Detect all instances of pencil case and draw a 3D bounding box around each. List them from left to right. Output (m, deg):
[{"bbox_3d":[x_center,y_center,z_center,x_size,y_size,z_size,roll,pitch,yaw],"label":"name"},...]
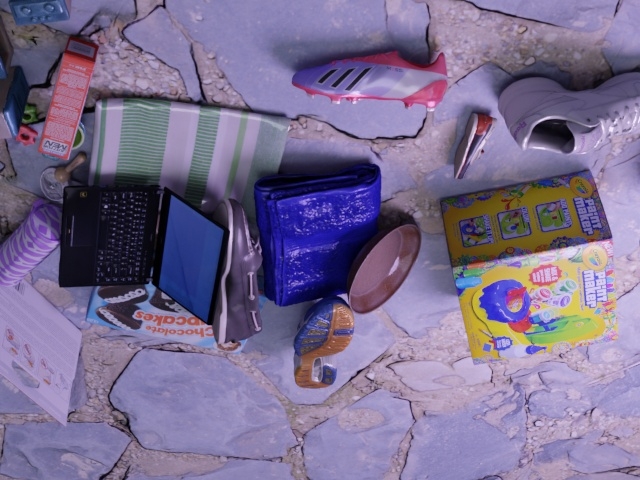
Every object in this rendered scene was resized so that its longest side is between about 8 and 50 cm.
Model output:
[{"bbox_3d":[-0.537,0.008,1.859,0.088,0.086,0.206,49,126,-6],"label":"pencil case"}]

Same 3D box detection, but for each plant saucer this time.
[{"bbox_3d":[0.111,0.047,1.903,0.198,0.036,0.199,-36,146,-30],"label":"plant saucer"}]

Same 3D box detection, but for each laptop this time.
[{"bbox_3d":[-0.315,0.032,1.791,0.264,0.136,0.234,-1,130,-20],"label":"laptop"}]

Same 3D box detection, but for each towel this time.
[{"bbox_3d":[-0.233,-0.135,1.767,0.324,0.038,0.248,7,134,-9],"label":"towel"},{"bbox_3d":[0.000,0.000,1.863,0.227,0.076,0.308,-8,138,-6],"label":"towel"}]

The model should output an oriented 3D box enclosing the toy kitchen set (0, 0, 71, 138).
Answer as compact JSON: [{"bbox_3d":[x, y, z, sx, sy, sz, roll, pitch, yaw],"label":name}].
[{"bbox_3d":[-0.444,-0.276,1.552,0.166,0.122,0.207,-5,136,3],"label":"toy kitchen set"}]

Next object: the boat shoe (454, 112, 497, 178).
[{"bbox_3d":[0.263,-0.159,1.753,0.043,0.049,0.137,6,131,-11],"label":"boat shoe"}]

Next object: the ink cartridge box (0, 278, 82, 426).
[{"bbox_3d":[-0.572,0.200,1.956,0.060,0.239,0.275,-20,133,18],"label":"ink cartridge box"}]

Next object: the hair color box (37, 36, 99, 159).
[{"bbox_3d":[-0.393,-0.222,1.596,0.053,0.093,0.167,17,114,-16],"label":"hair color box"}]

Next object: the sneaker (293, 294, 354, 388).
[{"bbox_3d":[-0.007,0.174,2.016,0.111,0.131,0.296,4,144,-11],"label":"sneaker"}]

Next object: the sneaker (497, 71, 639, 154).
[{"bbox_3d":[0.447,-0.189,1.652,0.305,0.152,0.114,-4,134,0],"label":"sneaker"}]

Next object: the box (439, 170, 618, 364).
[{"bbox_3d":[0.387,0.055,1.885,0.279,0.177,0.290,-12,135,9],"label":"box"}]

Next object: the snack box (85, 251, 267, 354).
[{"bbox_3d":[-0.282,0.118,2.009,0.322,0.060,0.187,14,133,-16],"label":"snack box"}]

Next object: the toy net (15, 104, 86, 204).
[{"bbox_3d":[-0.462,-0.134,1.753,0.122,0.045,0.232,4,136,-7],"label":"toy net"}]

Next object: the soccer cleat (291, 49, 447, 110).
[{"bbox_3d":[0.080,-0.264,1.628,0.248,0.083,0.095,6,106,-1],"label":"soccer cleat"}]

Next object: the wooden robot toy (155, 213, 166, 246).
[{"bbox_3d":[-0.252,0.009,1.905,0.173,0.079,0.076,50,153,-13],"label":"wooden robot toy"}]

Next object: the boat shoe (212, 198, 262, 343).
[{"bbox_3d":[-0.146,0.053,1.868,0.095,0.112,0.335,-8,133,-18],"label":"boat shoe"}]
